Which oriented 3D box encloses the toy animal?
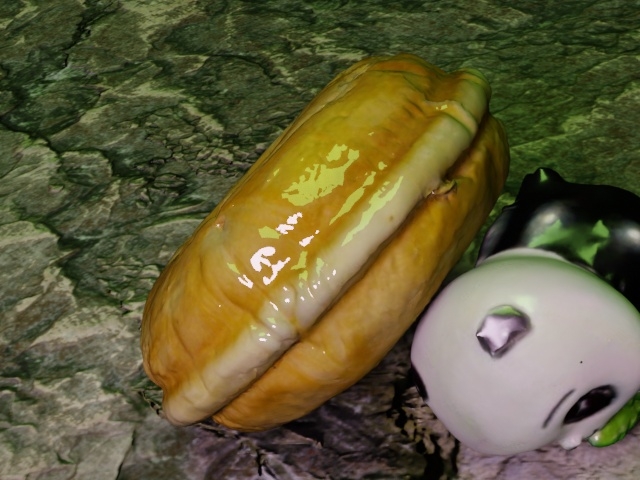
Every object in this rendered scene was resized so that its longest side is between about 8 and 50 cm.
[{"bbox_3d":[0.211,0.081,1.004,0.213,0.212,0.266,11,44,34],"label":"toy animal"}]

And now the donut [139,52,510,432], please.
[{"bbox_3d":[0.000,0.000,1.092,0.449,0.198,0.449,-48,5,5],"label":"donut"}]
